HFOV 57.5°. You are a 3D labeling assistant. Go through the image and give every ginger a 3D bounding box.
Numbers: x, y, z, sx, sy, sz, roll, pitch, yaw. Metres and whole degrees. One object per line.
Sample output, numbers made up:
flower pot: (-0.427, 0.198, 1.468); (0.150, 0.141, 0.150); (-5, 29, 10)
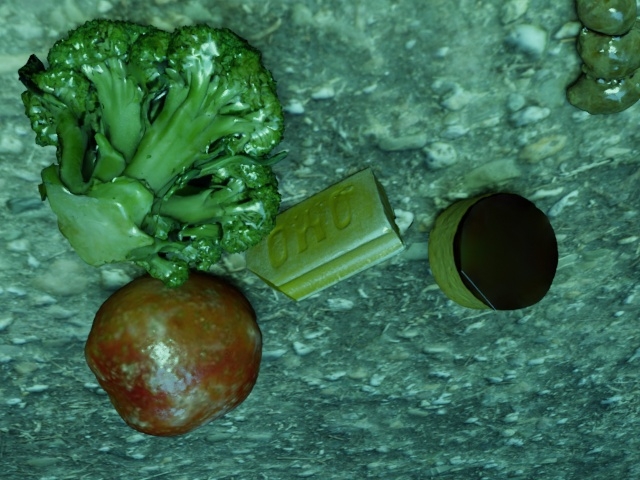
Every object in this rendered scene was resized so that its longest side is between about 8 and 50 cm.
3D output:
ginger: (0.370, -0.246, 0.746); (0.104, 0.080, 0.204); (-15, 140, 12)

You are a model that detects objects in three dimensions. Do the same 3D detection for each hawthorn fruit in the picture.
hawthorn fruit: (-0.230, 0.175, 0.943); (0.285, 0.284, 0.284); (-6, 137, -6)

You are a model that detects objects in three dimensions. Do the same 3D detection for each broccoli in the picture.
broccoli: (-0.179, -0.084, 0.652); (0.304, 0.283, 0.321); (-14, 120, 17)

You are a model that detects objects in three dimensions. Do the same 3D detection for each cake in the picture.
cake: (0.257, 0.023, 0.952); (0.208, 0.185, 0.178); (-13, 179, -26)

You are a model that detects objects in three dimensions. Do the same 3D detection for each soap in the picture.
soap: (0.000, 0.000, 0.880); (0.232, 0.140, 0.073); (-27, 132, 16)
